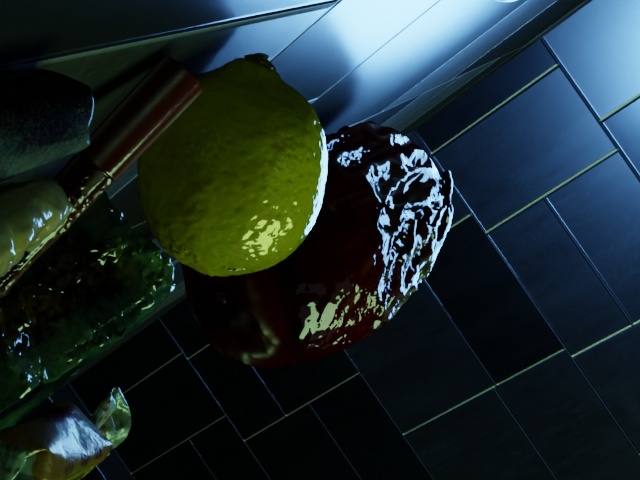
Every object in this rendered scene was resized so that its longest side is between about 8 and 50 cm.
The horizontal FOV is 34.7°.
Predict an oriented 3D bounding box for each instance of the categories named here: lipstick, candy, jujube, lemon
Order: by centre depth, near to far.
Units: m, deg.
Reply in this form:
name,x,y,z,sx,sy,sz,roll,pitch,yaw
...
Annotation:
name,x,y,z,sx,sy,sz,roll,pitch,yaw
lipstick,-0.123,-0.017,0.487,0.176,0.027,0.027,-49,-178,-10
candy,-0.151,0.114,0.558,0.053,0.046,0.182,-34,173,12
lemon,-0.049,-0.041,0.581,0.109,0.109,0.133,-32,134,-75
jujube,0.000,0.000,1.149,0.258,0.258,0.377,-35,172,36

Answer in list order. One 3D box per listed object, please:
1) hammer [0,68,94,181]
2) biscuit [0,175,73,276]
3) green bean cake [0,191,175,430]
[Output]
name,x,y,z,sx,sy,sz,roll,pitch,yaw
hammer,-0.160,-0.015,0.282,0.137,0.037,0.290,-33,180,32
biscuit,-0.193,0.034,0.369,0.188,0.040,0.265,-18,-165,31
green bean cake,-0.183,0.047,0.559,0.208,0.107,0.193,-35,176,-11
